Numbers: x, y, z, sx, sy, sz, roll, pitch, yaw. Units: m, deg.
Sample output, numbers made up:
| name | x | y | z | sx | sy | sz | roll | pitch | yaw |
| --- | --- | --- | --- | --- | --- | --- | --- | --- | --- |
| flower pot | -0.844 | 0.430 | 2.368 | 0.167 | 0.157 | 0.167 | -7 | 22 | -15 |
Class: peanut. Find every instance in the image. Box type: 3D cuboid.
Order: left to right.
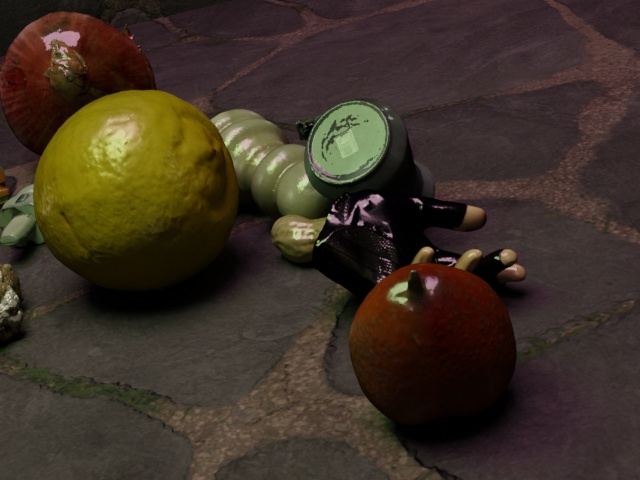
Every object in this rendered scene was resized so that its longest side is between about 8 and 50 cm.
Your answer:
| name | x | y | z | sx | sy | sz | roll | pitch | yaw |
| --- | --- | --- | --- | --- | --- | --- | --- | --- | --- |
| peanut | 0.000 | 0.000 | 1.672 | 0.187 | 0.082 | 0.082 | 3 | 30 | 27 |

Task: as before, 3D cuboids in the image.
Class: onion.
| name | x | y | z | sx | sy | sz | roll | pitch | yaw |
| --- | --- | --- | --- | --- | --- | --- | --- | --- | --- |
| onion | -0.539 | -0.345 | 2.331 | 0.354 | 0.353 | 0.353 | -10 | 26 | 5 |

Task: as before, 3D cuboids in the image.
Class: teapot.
| name | x | y | z | sx | sy | sz | roll | pitch | yaw |
| --- | --- | --- | --- | --- | --- | --- | --- | --- | --- |
| teapot | 0.090 | -0.099 | 1.653 | 0.171 | 0.225 | 0.203 | -22 | 62 | 18 |

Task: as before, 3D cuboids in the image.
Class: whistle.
| name | x | y | z | sx | sy | sz | roll | pitch | yaw |
| --- | --- | --- | --- | --- | --- | --- | --- | --- | --- |
| whistle | -0.559 | -0.045 | 2.000 | 0.110 | 0.092 | 0.244 | -8 | 25 | 6 |

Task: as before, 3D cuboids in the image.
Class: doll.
| name | x | y | z | sx | sy | sz | roll | pitch | yaw |
| --- | --- | --- | --- | --- | --- | --- | --- | --- | --- |
| doll | -0.539 | 0.088 | 1.703 | 0.115 | 0.105 | 0.221 | -21 | 28 | -1 |

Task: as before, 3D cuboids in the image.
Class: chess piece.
| name | x | y | z | sx | sy | sz | roll | pitch | yaw |
| --- | --- | --- | --- | --- | --- | --- | --- | --- | --- |
| chess piece | -0.071 | -0.110 | 1.847 | 0.182 | 0.182 | 0.330 | -27 | 35 | -27 |

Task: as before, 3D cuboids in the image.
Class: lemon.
| name | x | y | z | sx | sy | sz | roll | pitch | yaw |
| --- | --- | --- | --- | --- | --- | --- | --- | --- | --- |
| lemon | -0.300 | -0.077 | 1.683 | 0.348 | 0.348 | 0.348 | -10 | 26 | 5 |

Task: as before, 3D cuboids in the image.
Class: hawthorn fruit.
| name | x | y | z | sx | sy | sz | roll | pitch | yaw |
| --- | --- | --- | --- | --- | --- | --- | --- | --- | --- |
| hawthorn fruit | 0.128 | 0.105 | 1.210 | 0.199 | 0.251 | 0.199 | -6 | 56 | 8 |

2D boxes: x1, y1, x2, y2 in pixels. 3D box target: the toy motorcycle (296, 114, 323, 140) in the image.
| name | x | y | z | sx | sy | sz | roll | pitch | yaw |
| --- | --- | --- | --- | --- | --- | --- | --- | --- | --- |
| toy motorcycle | 0.048 | -0.237 | 2.061 | 0.173 | 0.058 | 0.100 | -18 | 16 | -17 |

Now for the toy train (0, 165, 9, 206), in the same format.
| name | x | y | z | sx | sy | sz | roll | pitch | yaw |
| --- | --- | --- | --- | --- | --- | --- | --- | --- | --- |
| toy train | -0.751 | -0.100 | 2.193 | 0.188 | 0.099 | 0.072 | -25 | 26 | -22 |

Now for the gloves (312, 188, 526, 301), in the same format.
| name | x | y | z | sx | sy | sz | roll | pitch | yaw |
| --- | --- | --- | --- | --- | --- | --- | --- | --- | --- |
| gloves | 0.144 | 0.015 | 1.493 | 0.301 | 0.152 | 0.197 | 8 | 54 | 24 |
